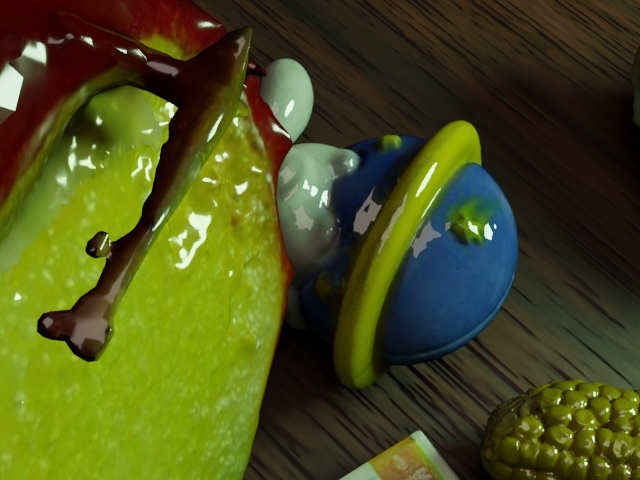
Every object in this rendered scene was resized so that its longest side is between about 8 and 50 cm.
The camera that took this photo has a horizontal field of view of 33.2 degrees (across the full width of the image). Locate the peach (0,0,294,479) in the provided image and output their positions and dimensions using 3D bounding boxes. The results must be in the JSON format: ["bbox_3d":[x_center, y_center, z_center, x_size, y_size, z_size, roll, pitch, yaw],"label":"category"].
[{"bbox_3d":[-0.194,0.049,0.503,0.310,0.335,0.406,13,67,16],"label":"peach"}]

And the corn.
[{"bbox_3d":[0.258,0.159,0.655,0.322,0.119,0.119,16,58,4],"label":"corn"}]

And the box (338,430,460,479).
[{"bbox_3d":[0.076,0.233,0.636,0.122,0.032,0.220,-28,66,-19],"label":"box"}]

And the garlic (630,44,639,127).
[{"bbox_3d":[0.425,-0.088,0.821,0.340,0.231,0.246,-5,12,-27],"label":"garlic"}]

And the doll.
[{"bbox_3d":[-0.011,0.017,0.693,0.242,0.159,0.311,31,70,10],"label":"doll"}]
